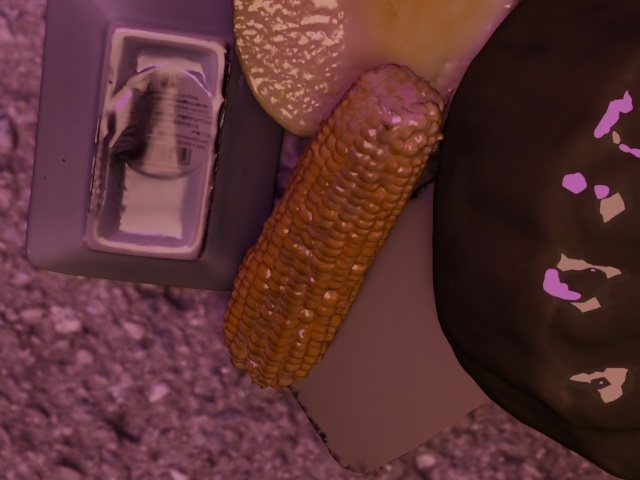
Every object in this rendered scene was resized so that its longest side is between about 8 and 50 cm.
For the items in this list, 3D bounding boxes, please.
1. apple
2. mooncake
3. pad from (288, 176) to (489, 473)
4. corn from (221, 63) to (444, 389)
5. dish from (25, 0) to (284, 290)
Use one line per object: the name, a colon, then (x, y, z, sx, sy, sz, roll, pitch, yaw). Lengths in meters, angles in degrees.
apple: (0.039, -0.197, 0.884, 0.193, 0.120, 0.265, 14, 113, -15)
mooncake: (0.249, -0.013, 0.878, 0.356, 0.194, 0.356, -9, 108, -29)
pad: (0.127, 0.117, 1.033, 0.250, 0.055, 0.323, -33, 108, 5)
corn: (0.000, 0.000, 0.910, 0.086, 0.086, 0.288, 18, 131, -11)
dish: (-0.112, -0.074, 0.935, 0.181, 0.080, 0.243, 7, 106, -8)
